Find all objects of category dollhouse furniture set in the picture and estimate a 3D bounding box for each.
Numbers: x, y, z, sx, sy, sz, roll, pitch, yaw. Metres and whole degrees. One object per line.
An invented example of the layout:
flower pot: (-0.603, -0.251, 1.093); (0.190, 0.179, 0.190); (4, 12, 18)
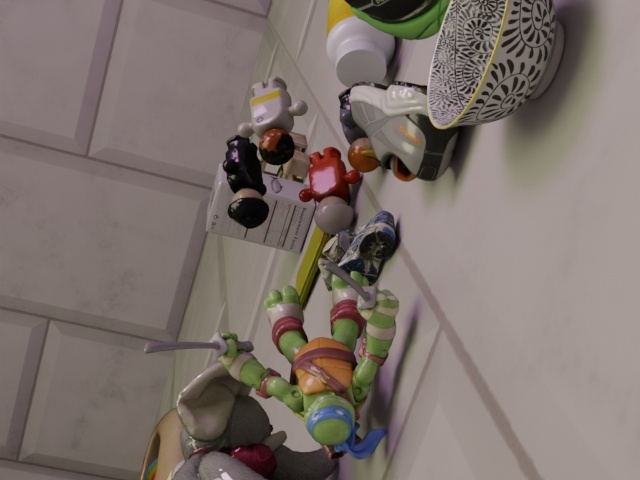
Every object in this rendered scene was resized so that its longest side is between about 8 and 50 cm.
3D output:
dollhouse furniture set: (-0.101, -0.120, 1.873); (0.161, 0.101, 0.182); (-101, 28, -62)

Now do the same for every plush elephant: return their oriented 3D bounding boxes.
plush elephant: (-0.096, 0.299, 1.086); (0.255, 0.329, 0.272); (-63, -8, -45)

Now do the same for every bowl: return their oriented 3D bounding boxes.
bowl: (0.164, -0.172, 0.811); (0.170, 0.080, 0.170); (-166, 90, -77)

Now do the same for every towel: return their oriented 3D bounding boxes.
towel: (0.000, 0.000, 1.499); (0.102, 0.021, 0.237); (-85, 13, -54)

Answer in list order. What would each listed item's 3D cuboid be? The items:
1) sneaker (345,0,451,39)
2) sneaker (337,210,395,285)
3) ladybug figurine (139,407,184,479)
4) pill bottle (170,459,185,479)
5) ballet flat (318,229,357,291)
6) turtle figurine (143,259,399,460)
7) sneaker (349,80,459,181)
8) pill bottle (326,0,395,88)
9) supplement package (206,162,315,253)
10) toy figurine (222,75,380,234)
sneaker: (0.126, -0.480, 1.031); (0.185, 0.202, 0.483); (-134, 58, -75)
sneaker: (0.061, 0.011, 1.163); (0.135, 0.052, 0.058); (-51, 17, 47)
ladybug figurine: (-0.270, 0.493, 1.814); (0.449, 0.161, 0.305); (174, 109, -76)
pill bottle: (-0.168, 0.494, 1.334); (0.176, 0.176, 0.319); (-132, 56, -75)
ballet flat: (0.018, 0.028, 1.335); (0.041, 0.041, 0.114); (-91, 19, -49)
turtle figurine: (-0.015, 0.090, 1.031); (0.198, 0.274, 0.266); (-47, 13, 13)
sneaker: (0.089, -0.128, 1.065); (0.271, 0.100, 0.108); (-139, 59, -76)
pill bottle: (0.060, -0.311, 1.366); (0.103, 0.103, 0.184); (116, 163, -44)
supplement package: (-0.112, -0.060, 1.675); (0.105, 0.179, 0.105); (-105, 31, -65)
toy figurine: (-0.025, -0.113, 1.295); (0.209, 0.213, 0.148); (124, 146, -49)
